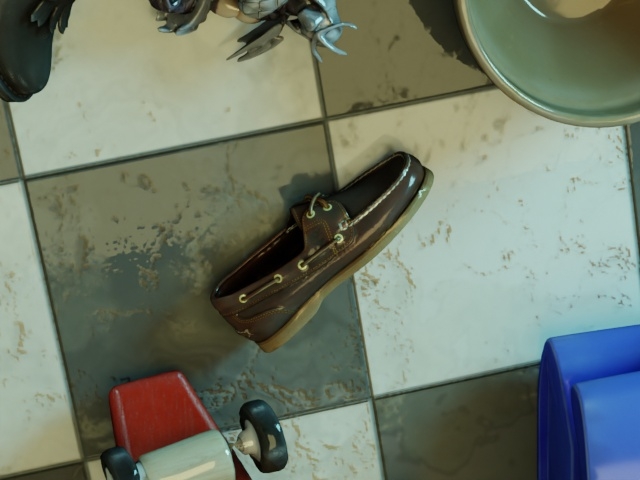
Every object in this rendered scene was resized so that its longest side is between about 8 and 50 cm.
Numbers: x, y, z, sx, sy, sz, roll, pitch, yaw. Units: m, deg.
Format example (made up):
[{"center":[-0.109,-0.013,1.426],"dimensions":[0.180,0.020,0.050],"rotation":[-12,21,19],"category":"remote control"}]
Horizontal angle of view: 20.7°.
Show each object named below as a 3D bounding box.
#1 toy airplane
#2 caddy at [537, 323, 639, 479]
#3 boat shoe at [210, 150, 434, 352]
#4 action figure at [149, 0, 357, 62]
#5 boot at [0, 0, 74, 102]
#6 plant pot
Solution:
[{"center":[-0.064,0.341,1.412],"dimensions":[0.386,0.272,0.384],"rotation":[26,68,-2],"category":"toy airplane"},{"center":[0.285,0.223,1.453],"dimensions":[0.179,0.241,0.341],"rotation":[-2,107,-2],"category":"caddy"},{"center":[0.000,0.000,1.426],"dimensions":[0.207,0.073,0.073],"rotation":[-45,110,5],"category":"boat shoe"},{"center":[-0.077,-0.244,1.324],"dimensions":[0.185,0.099,0.285],"rotation":[-38,101,22],"category":"action figure"},{"center":[-0.132,-0.204,1.255],"dimensions":[0.229,0.091,0.263],"rotation":[11,119,9],"category":"boot"},{"center":[0.212,-0.214,1.381],"dimensions":[0.237,0.110,0.237],"rotation":[-2,106,-8],"category":"plant pot"}]
